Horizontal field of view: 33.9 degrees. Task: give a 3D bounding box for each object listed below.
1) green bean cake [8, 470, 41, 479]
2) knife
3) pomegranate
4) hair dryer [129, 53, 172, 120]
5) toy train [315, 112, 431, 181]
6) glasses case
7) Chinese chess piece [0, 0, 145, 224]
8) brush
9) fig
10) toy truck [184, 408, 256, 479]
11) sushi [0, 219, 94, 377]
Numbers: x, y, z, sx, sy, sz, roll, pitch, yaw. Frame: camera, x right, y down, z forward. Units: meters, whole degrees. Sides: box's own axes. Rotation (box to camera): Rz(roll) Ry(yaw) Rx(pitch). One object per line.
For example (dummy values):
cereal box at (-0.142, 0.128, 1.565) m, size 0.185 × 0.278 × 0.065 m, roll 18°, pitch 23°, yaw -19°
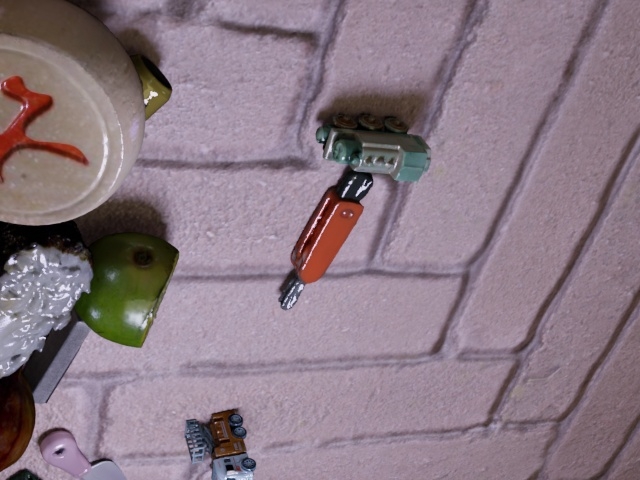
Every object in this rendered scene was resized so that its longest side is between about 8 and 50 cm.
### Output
green bean cake at (-0.610, 0.589, 2.073) m, size 0.208 × 0.193 × 0.107 m, roll -32°, pitch 140°, yaw 6°
knife at (-0.465, 0.475, 2.159) m, size 0.081 × 0.043 × 0.336 m, roll -35°, pitch 141°, yaw -3°
pomegranate at (-0.338, 0.070, 1.788) m, size 0.159 × 0.241 × 0.190 m, roll 22°, pitch 94°, yaw -2°
hair dryer at (-0.353, -0.262, 1.535) m, size 0.135 × 0.090 × 0.278 m, roll -39°, pitch 128°, yaw 11°
toy train at (0.090, -0.159, 1.798) m, size 0.194 × 0.125 × 0.081 m, roll 1°, pitch 124°, yaw -27°
glasses case at (-0.469, 0.198, 1.882) m, size 0.047 × 0.071 × 0.205 m, roll 16°, pitch 119°, yaw -39°
Chinese chess piece at (-0.411, -0.182, 1.456) m, size 0.338 × 0.141 × 0.338 m, roll 2°, pitch 129°, yaw 3°
brush at (0.000, 0.000, 1.949) m, size 0.070 × 0.051 × 0.323 m, roll 11°, pitch 120°, yaw -40°
fig at (-0.594, 0.286, 1.790) m, size 0.235 × 0.235 × 0.214 m, roll 22°, pitch 130°, yaw -38°
toy truck at (-0.203, 0.438, 2.141) m, size 0.115 × 0.178 × 0.080 m, roll -5°, pitch 130°, yaw -20°
sushi at (-0.508, 0.080, 1.688) m, size 0.196 × 0.182 × 0.343 m, roll 25°, pitch 117°, yaw -40°
